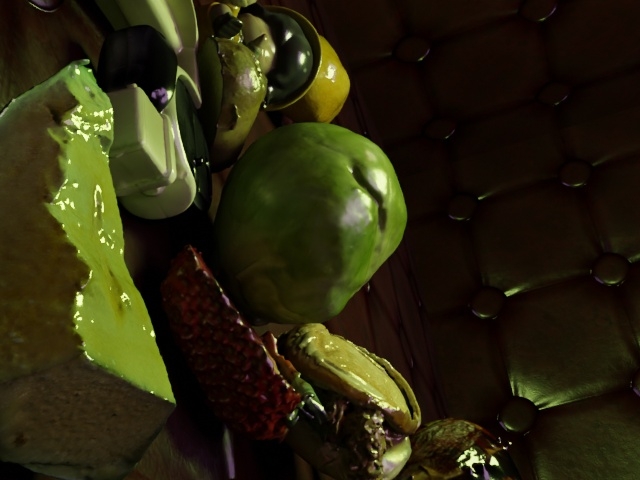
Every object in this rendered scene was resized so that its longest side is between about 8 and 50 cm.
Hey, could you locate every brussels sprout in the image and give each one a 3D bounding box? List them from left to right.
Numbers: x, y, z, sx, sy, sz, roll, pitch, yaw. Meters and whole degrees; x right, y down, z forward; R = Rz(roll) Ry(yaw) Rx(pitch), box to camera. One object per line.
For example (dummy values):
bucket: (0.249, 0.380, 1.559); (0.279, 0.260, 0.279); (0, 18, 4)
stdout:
brussels sprout: (-0.018, -0.019, 1.183); (0.316, 0.242, 0.274); (133, -23, -71)

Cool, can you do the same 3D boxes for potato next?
potato: (-0.125, -0.177, 1.188); (0.200, 0.081, 0.164); (126, -42, -50)

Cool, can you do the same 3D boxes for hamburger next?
hamburger: (0.033, 0.229, 1.251); (0.243, 0.146, 0.286); (21, 17, -42)

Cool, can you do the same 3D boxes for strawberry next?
strawberry: (-0.105, 0.139, 1.043); (0.286, 0.106, 0.188); (53, -4, -24)

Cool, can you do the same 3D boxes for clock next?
clock: (-0.201, -0.209, 1.035); (0.276, 0.120, 0.379); (62, 15, -66)

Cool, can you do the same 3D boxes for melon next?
melon: (-0.204, 0.009, 0.688); (0.196, 0.124, 0.324); (62, 10, -58)

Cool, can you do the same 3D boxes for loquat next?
loquat: (-0.029, -0.331, 1.874); (0.234, 0.176, 0.187); (73, 5, -71)

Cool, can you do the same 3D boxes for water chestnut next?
water chestnut: (0.143, 0.404, 1.391); (0.347, 0.335, 0.335); (40, -2, 22)

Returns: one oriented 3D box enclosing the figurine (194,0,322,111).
figurine: (-0.120, -0.311, 1.459); (0.256, 0.167, 0.192); (10, 76, -53)
